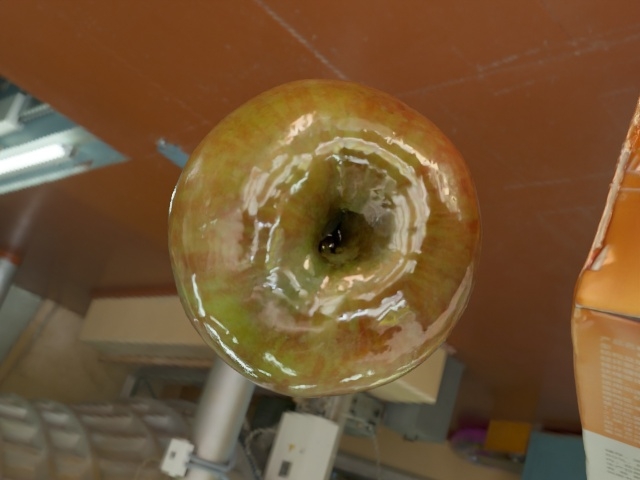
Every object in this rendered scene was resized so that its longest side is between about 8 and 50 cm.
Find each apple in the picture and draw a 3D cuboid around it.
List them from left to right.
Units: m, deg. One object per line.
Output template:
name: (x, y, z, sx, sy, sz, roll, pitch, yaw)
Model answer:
apple: (0.000, 0.000, 0.745, 0.264, 0.264, 0.264, 15, 158, 6)

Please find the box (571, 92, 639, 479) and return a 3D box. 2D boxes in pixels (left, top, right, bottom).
box: (0.255, 0.038, 0.537, 0.143, 0.225, 0.341, 12, 153, 25)
